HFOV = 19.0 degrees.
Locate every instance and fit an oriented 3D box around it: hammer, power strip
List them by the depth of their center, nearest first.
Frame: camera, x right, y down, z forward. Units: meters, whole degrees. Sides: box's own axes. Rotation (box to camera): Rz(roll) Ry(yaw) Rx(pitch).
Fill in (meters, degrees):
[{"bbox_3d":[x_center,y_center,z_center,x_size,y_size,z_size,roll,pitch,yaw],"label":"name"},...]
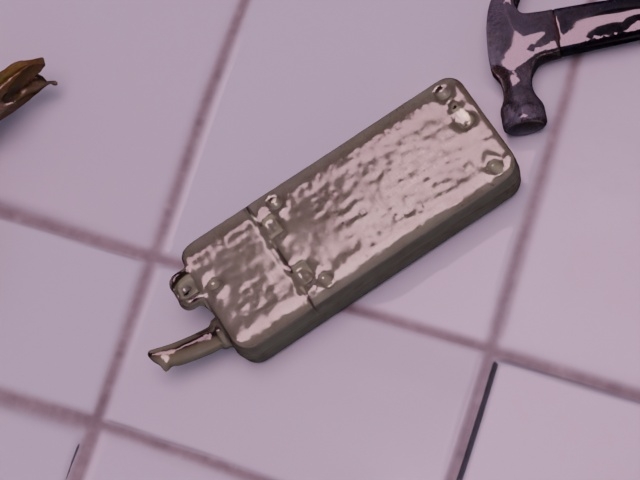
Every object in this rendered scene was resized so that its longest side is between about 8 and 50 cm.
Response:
[{"bbox_3d":[0.000,0.000,1.333,0.288,0.053,0.093,-33,72,1],"label":"power strip"},{"bbox_3d":[0.259,-0.169,1.341,0.290,0.037,0.137,-12,73,8],"label":"hammer"}]

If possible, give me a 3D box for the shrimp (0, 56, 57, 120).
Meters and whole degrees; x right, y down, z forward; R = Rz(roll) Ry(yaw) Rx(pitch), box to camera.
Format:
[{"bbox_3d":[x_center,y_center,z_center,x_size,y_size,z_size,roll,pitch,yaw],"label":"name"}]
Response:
[{"bbox_3d":[-0.303,-0.009,1.392,0.317,0.077,0.168,-43,81,1],"label":"shrimp"}]
